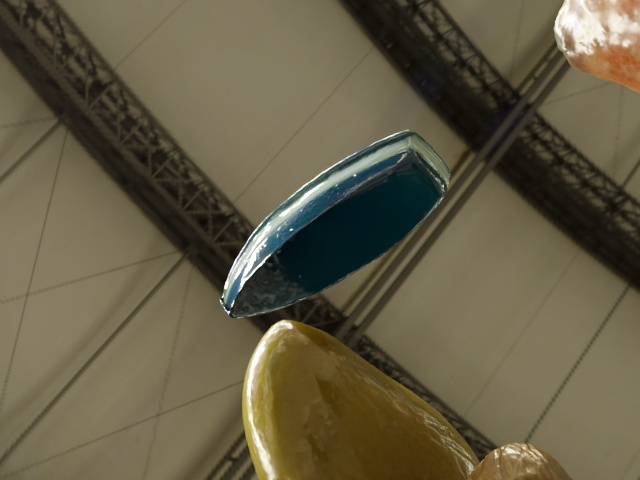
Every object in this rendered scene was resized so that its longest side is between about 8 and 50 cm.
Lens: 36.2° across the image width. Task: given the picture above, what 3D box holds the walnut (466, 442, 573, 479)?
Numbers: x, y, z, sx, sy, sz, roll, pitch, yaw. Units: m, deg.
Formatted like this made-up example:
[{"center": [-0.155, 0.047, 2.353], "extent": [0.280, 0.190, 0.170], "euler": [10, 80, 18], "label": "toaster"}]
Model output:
[{"center": [0.164, 0.218, 0.784], "extent": [0.105, 0.105, 0.124], "euler": [13, -137, -18], "label": "walnut"}]

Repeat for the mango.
[{"center": [0.050, 0.231, 0.902], "extent": [0.332, 0.142, 0.195], "euler": [41, -134, -18], "label": "mango"}]

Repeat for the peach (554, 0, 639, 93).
[{"center": [0.271, -0.172, 0.664], "extent": [0.233, 0.232, 0.232], "euler": [4, -102, -20], "label": "peach"}]

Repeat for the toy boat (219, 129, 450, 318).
[{"center": [0.000, 0.000, 1.016], "extent": [0.096, 0.299, 0.061], "euler": [42, -153, -26], "label": "toy boat"}]
